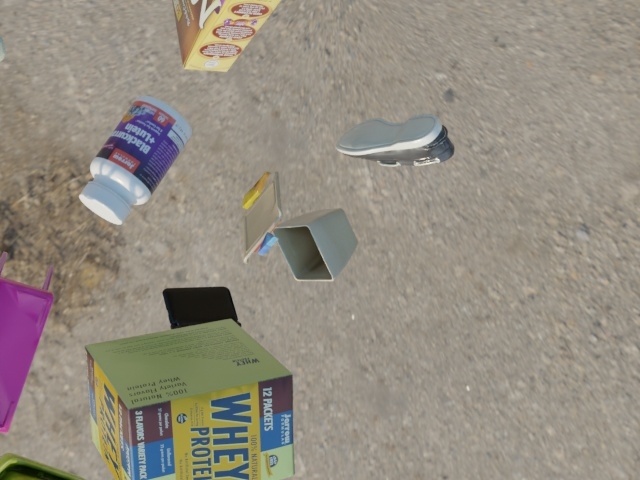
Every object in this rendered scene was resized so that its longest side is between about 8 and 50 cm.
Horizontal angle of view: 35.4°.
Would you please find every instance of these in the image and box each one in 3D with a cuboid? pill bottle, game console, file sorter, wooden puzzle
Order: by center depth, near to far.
[{"bbox_3d":[-0.055,-0.022,0.964,0.014,0.116,0.078,23,129,-22],"label":"wooden puzzle"},{"bbox_3d":[-0.530,0.098,1.367,0.290,0.182,0.202,19,101,-15],"label":"file sorter"},{"bbox_3d":[-0.299,-0.126,1.604,0.108,0.108,0.194,33,72,-8],"label":"pill bottle"},{"bbox_3d":[-0.197,0.138,1.620,0.122,0.071,0.107,0,116,-33],"label":"game console"}]

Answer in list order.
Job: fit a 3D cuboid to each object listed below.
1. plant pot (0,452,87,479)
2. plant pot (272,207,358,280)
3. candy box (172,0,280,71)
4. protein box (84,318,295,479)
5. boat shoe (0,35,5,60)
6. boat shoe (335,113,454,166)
[{"bbox_3d":[-0.454,0.471,1.552,0.227,0.207,0.228,-45,144,2],"label":"plant pot"},{"bbox_3d":[0.000,0.000,1.743,0.096,0.109,0.109,-36,110,-33],"label":"plant pot"},{"bbox_3d":[-0.081,-0.248,0.925,0.053,0.186,0.109,-1,69,-28],"label":"candy box"},{"bbox_3d":[-0.161,0.205,1.216,0.199,0.201,0.136,-9,108,-25],"label":"protein box"},{"bbox_3d":[-0.601,-0.371,1.749,0.049,0.043,0.137,-43,121,-13],"label":"boat shoe"},{"bbox_3d":[0.065,-0.085,0.893,0.038,0.125,0.046,49,57,-30],"label":"boat shoe"}]
